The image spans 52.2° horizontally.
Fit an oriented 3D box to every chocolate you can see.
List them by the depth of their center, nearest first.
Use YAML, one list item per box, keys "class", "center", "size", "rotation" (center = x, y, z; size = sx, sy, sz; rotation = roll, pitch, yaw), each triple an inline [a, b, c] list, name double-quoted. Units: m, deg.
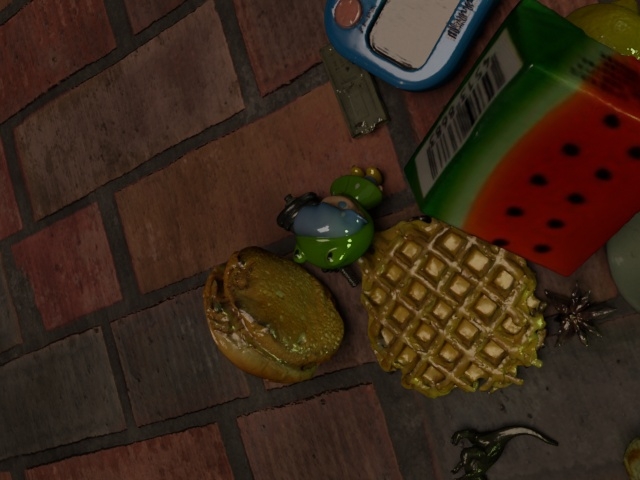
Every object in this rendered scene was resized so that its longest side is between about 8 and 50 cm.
- class: "chocolate"
  center: [0.363, -0.138, 1.046]
  size: [0.341, 0.161, 0.360]
  rotation: [23, 131, -11]

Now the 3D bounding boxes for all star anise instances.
- class: "star anise"
  center: [0.478, 0.134, 1.189]
  size: [0.129, 0.056, 0.124]
  rotation: [-16, 79, 45]

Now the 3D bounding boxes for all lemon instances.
- class: "lemon"
  center: [0.466, -0.294, 1.118]
  size: [0.184, 0.184, 0.248]
  rotation: [26, 109, 26]

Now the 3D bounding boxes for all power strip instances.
- class: "power strip"
  center: [0.066, -0.354, 1.424]
  size: [0.092, 0.034, 0.268]
  rotation: [-26, 79, 28]

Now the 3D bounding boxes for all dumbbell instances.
- class: "dumbbell"
  center: [0.000, 0.000, 1.438]
  size: [0.110, 0.110, 0.254]
  rotation: [-42, 78, 24]

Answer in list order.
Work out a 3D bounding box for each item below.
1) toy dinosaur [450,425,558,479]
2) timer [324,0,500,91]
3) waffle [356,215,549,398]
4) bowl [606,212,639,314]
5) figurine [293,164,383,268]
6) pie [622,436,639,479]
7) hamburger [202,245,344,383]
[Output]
- class: "toy dinosaur"
  center: [0.352, 0.437, 1.297]
  size: [0.179, 0.087, 0.187]
  rotation: [5, 113, -7]
- class: "timer"
  center: [0.186, -0.483, 1.297]
  size: [0.309, 0.115, 0.340]
  rotation: [35, 107, 17]
- class: "waffle"
  center: [0.252, 0.124, 1.307]
  size: [0.379, 0.095, 0.382]
  rotation: [-15, 87, 28]
- class: "bowl"
  center: [0.615, -0.002, 1.038]
  size: [0.289, 0.146, 0.289]
  rotation: [-171, 90, -70]
- class: "figurine"
  center: [0.046, -0.050, 1.336]
  size: [0.162, 0.263, 0.143]
  rotation: [8, 139, 34]
- class: "pie"
  center: [0.622, 0.406, 1.070]
  size: [0.248, 0.201, 0.090]
  rotation: [34, 70, 17]
- class: "hamburger"
  center: [-0.108, 0.158, 1.377]
  size: [0.170, 0.314, 0.290]
  rotation: [-47, 37, 24]
